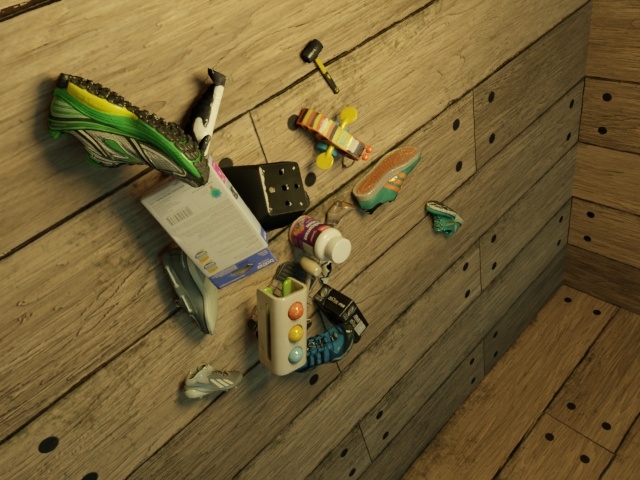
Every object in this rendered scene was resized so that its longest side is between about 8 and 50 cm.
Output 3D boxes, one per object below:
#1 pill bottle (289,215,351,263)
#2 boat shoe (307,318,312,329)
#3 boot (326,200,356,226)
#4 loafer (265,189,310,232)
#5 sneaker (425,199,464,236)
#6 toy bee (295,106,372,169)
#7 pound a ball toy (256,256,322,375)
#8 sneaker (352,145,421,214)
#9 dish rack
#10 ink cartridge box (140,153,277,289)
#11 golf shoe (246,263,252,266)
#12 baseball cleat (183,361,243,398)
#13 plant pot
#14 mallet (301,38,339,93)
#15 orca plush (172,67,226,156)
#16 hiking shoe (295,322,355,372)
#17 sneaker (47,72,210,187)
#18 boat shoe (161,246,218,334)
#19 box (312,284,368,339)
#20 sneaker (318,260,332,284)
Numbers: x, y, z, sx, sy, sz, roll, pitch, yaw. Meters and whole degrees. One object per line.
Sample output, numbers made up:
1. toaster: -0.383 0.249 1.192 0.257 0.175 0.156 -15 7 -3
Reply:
1. pill bottle: 0.000 0.000 1.552 0.108 0.193 0.108 -23 125 -36
2. boat shoe: -0.072 0.325 1.768 0.125 0.038 0.046 -29 129 -32
3. boot: 0.067 -0.089 1.694 0.118 0.042 0.087 10 109 -46
4. loafer: -0.129 -0.090 1.474 0.223 0.076 0.078 -35 116 -25
5. sneaker: 0.521 -0.088 2.106 0.275 0.107 0.110 27 100 -48
6. toy bee: 0.075 -0.303 1.496 0.298 0.162 0.195 -2 110 -45
7. pound a ball toy: -0.075 0.234 1.539 0.208 0.135 0.319 -18 121 -39
8. sneaker: 0.244 -0.214 1.760 0.302 0.108 0.121 -40 135 -12
9. dish rack: -0.109 0.207 1.643 0.208 0.074 0.271 33 86 -49
10. ink cartridge box: -0.258 -0.034 1.202 0.185 0.065 0.311 -27 120 10
11. golf shoe: -0.206 0.056 1.459 0.176 0.086 0.069 -5 112 -45
12. baseball cleat: -0.325 0.422 1.541 0.206 0.072 0.109 -10 111 -46
13. plant pot: -0.141 -0.121 1.314 0.187 0.167 0.188 -13 92 -38
14. mallet: 0.014 -0.498 1.430 0.062 0.039 0.189 -58 142 0
15. orca plush: -0.307 -0.267 1.178 0.102 0.151 0.287 15 107 -15
16. hiking shoe: -0.014 0.378 1.705 0.304 0.113 0.132 -39 148 27
17. sneaker: -0.390 -0.201 1.034 0.343 0.134 0.146 28 105 -7
18. boat shoe: -0.353 0.141 1.372 0.099 0.116 0.319 -3 130 3
19. box: 0.074 0.258 1.798 0.077 0.147 0.180 -48 136 -16
20. sneaker: 0.019 0.111 1.744 0.040 0.043 0.109 -27 130 -36
